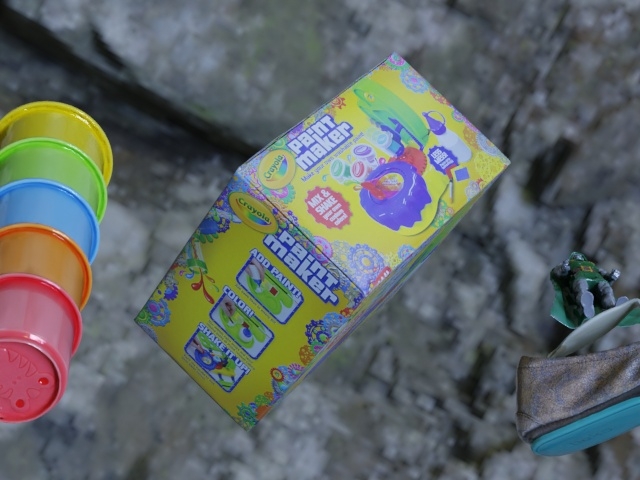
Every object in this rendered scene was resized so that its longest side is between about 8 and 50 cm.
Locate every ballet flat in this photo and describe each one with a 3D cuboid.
[{"bbox_3d":[0.298,0.089,1.378,0.316,0.107,0.106,-20,-119,24],"label":"ballet flat"}]

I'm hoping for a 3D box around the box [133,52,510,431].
[{"bbox_3d":[0.000,0.000,1.723,0.290,0.177,0.279,-40,171,-43],"label":"box"}]

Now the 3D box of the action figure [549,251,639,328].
[{"bbox_3d":[0.364,0.061,2.253,0.232,0.137,0.063,-98,-162,-75],"label":"action figure"}]

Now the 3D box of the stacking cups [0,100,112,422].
[{"bbox_3d":[-0.194,0.006,1.080,0.096,0.096,0.316,-61,-166,21],"label":"stacking cups"}]
